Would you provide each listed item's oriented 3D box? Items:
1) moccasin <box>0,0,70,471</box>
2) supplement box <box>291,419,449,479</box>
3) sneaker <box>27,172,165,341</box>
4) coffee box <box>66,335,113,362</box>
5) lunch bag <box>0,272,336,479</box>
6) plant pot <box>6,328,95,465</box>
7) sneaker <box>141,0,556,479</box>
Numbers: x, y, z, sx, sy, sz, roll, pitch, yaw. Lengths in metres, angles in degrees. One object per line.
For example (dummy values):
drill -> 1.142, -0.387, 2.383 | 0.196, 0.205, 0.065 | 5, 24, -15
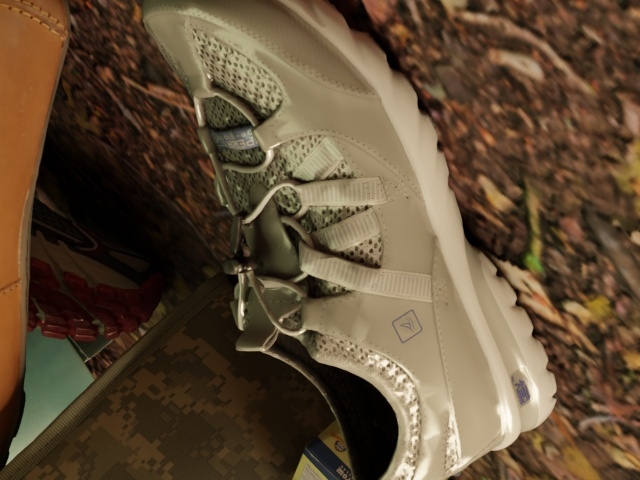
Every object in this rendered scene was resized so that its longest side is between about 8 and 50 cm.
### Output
moccasin -> -0.236, 0.022, 1.070 | 0.139, 0.147, 0.380 | 36, 121, 37
supplement box -> 0.033, 0.116, 1.015 | 0.056, 0.083, 0.083 | 44, 157, 12
sneaker -> -0.227, -0.036, 1.235 | 0.299, 0.112, 0.121 | 28, 157, 15
coffee box -> -0.218, 0.050, 1.413 | 0.113, 0.040, 0.184 | 52, 156, -4
lunch bag -> -0.080, 0.208, 1.099 | 0.235, 0.287, 0.169 | 41, 155, 17
plant pot -> -0.317, 0.147, 1.385 | 0.293, 0.235, 0.293 | 39, 155, 23
sneaker -> 0.000, 0.000, 0.861 | 0.281, 0.115, 0.105 | 56, 156, -14
